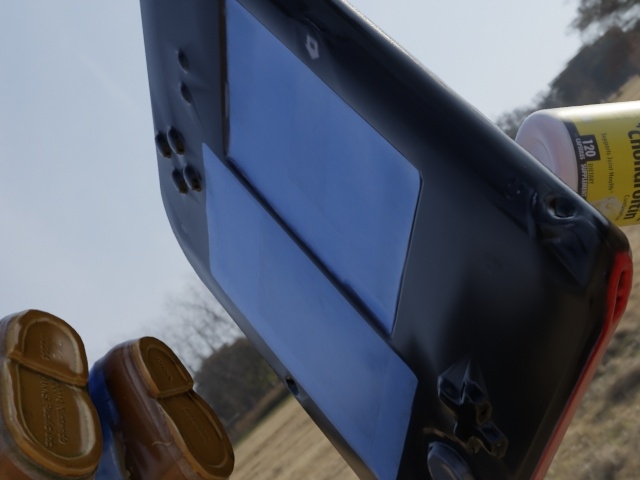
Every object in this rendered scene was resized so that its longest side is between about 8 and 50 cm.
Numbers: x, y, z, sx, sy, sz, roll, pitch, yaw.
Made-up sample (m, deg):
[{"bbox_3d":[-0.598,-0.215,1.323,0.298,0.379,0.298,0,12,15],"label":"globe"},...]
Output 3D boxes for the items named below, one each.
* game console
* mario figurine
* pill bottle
[{"bbox_3d":[0.000,0.000,0.578,0.060,0.386,0.342,-30,-33,-21],"label":"game console"},{"bbox_3d":[-0.183,0.178,0.422,0.320,0.198,0.170,-38,23,20],"label":"mario figurine"},{"bbox_3d":[0.262,-0.065,0.783,0.184,0.103,0.103,-7,-13,-12],"label":"pill bottle"}]
